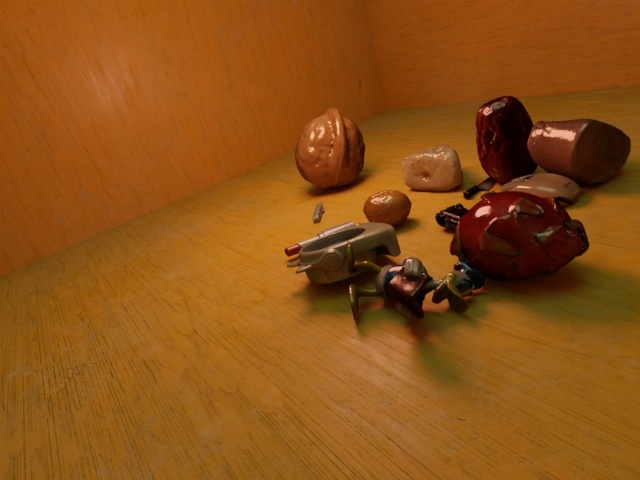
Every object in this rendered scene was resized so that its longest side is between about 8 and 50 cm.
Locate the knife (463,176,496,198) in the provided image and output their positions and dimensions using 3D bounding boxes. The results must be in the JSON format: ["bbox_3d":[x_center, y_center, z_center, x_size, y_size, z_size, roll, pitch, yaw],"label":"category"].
[{"bbox_3d":[0.639,-0.211,1.624,0.230,0.028,0.060,-30,38,-34],"label":"knife"}]

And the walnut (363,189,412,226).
[{"bbox_3d":[0.247,-0.115,1.527,0.180,0.144,0.144,-9,24,7],"label":"walnut"}]

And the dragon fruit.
[{"bbox_3d":[0.479,-0.015,1.046,0.250,0.251,0.315,-23,7,-14],"label":"dragon fruit"}]

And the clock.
[{"bbox_3d":[0.060,0.042,1.288,0.324,0.109,0.265,-22,11,-13],"label":"clock"}]

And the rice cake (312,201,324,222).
[{"bbox_3d":[-0.006,-0.128,1.857,0.042,0.030,0.180,-17,23,14],"label":"rice cake"}]

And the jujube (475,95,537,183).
[{"bbox_3d":[0.698,-0.372,1.565,0.223,0.318,0.223,-22,17,7],"label":"jujube"}]

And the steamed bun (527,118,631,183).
[{"bbox_3d":[0.865,-0.291,1.414,0.301,0.199,0.251,8,10,-27],"label":"steamed bun"}]

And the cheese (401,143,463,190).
[{"bbox_3d":[0.514,-0.314,1.752,0.251,0.174,0.247,-22,22,-24],"label":"cheese"}]

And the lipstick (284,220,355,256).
[{"bbox_3d":[0.000,0.000,1.530,0.273,0.061,0.068,-20,25,-9],"label":"lipstick"}]

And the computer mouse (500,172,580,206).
[{"bbox_3d":[0.734,-0.174,1.397,0.145,0.082,0.236,-28,27,-23],"label":"computer mouse"}]

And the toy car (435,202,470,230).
[{"bbox_3d":[0.470,-0.058,1.341,0.103,0.063,0.216,-27,31,-21],"label":"toy car"}]

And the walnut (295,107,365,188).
[{"bbox_3d":[0.054,-0.449,2.111,0.383,0.384,0.384,-14,23,6],"label":"walnut"}]

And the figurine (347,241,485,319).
[{"bbox_3d":[0.239,0.092,1.017,0.338,0.205,0.283,-4,-2,1],"label":"figurine"}]
